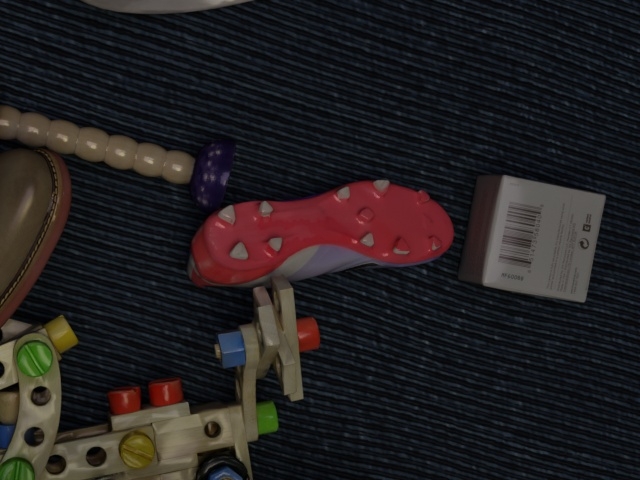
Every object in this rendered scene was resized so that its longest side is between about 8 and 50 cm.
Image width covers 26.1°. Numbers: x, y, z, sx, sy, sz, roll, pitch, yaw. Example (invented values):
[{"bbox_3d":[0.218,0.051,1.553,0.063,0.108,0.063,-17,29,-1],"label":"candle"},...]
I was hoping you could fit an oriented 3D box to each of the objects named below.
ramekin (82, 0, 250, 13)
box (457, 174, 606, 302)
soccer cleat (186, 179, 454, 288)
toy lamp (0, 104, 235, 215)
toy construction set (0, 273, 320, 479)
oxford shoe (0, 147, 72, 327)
[{"bbox_3d":[-0.086,-0.288,1.108,0.272,0.273,0.127,-13,82,-9],"label":"ramekin"},{"bbox_3d":[0.189,-0.002,1.246,0.101,0.087,0.101,11,90,-11],"label":"box"},{"bbox_3d":[0.000,0.000,1.224,0.248,0.095,0.083,-6,71,-28],"label":"soccer cleat"},{"bbox_3d":[-0.214,-0.085,1.177,0.274,0.080,0.080,15,89,-9],"label":"toy lamp"},{"bbox_3d":[-0.157,0.133,1.168,0.327,0.151,0.215,-9,93,1],"label":"toy construction set"},{"bbox_3d":[-0.345,0.038,1.073,0.348,0.130,0.123,-39,54,11],"label":"oxford shoe"}]
